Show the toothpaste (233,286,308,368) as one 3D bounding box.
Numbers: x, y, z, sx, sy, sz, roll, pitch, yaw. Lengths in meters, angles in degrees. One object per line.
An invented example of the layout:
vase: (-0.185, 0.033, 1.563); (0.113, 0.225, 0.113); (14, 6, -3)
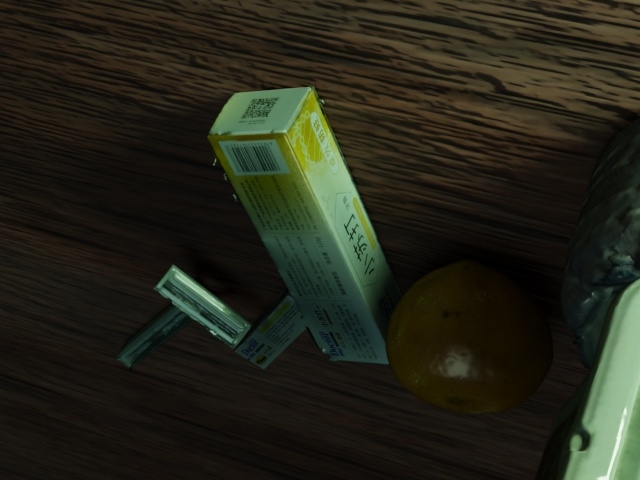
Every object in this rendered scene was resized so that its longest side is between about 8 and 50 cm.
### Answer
toothpaste: (-0.045, 0.092, 1.076); (0.046, 0.034, 0.164); (32, 142, -8)

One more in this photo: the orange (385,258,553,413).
orange: (0.138, 0.090, 0.901); (0.155, 0.134, 0.154); (10, 162, 3)

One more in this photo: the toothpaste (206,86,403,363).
toothpaste: (0.000, 0.000, 0.915); (0.089, 0.071, 0.312); (-1, 135, 27)

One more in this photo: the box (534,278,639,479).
box: (0.197, 0.205, 0.586); (0.175, 0.311, 0.182); (24, 150, 5)

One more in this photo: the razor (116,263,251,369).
razor: (-0.182, 0.101, 1.161); (0.111, 0.056, 0.278); (38, 148, -13)

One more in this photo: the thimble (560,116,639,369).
thimble: (0.291, 0.028, 0.700); (0.205, 0.172, 0.236); (-9, 132, 41)
